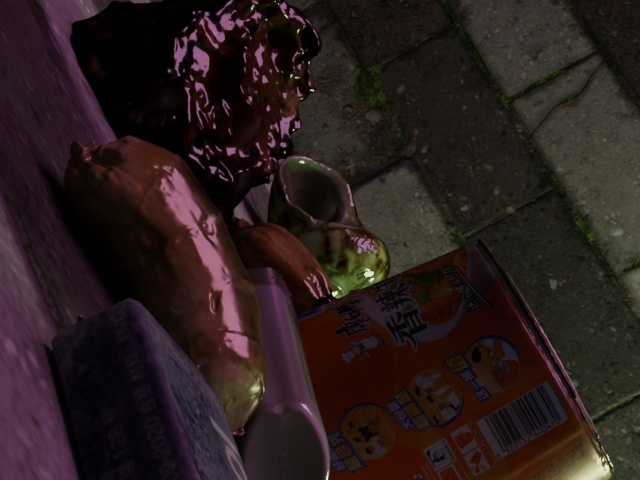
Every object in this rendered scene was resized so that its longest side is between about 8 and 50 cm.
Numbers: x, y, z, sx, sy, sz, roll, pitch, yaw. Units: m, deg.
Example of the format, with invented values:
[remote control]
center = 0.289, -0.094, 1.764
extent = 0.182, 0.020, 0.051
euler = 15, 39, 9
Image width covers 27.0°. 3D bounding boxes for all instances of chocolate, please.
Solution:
[chocolate]
center = -0.077, -0.126, 1.117
extent = 0.224, 0.177, 0.206
euler = 54, 8, -52

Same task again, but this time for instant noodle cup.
[instant noodle cup]
center = 0.099, 0.150, 1.119
extent = 0.296, 0.214, 0.296
euler = 61, 3, -5

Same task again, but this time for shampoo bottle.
[shampoo bottle]
center = -0.034, 0.094, 0.880
extent = 0.227, 0.056, 0.086
euler = -110, -163, -70

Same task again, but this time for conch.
[conch]
center = -0.002, 0.002, 1.654
extent = 0.187, 0.124, 0.181
euler = 36, 20, -14

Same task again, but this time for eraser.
[eraser]
center = -0.050, 0.128, 0.543
extent = 0.092, 0.046, 0.212
euler = 57, 5, -48

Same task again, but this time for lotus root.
[lotus root]
center = -0.044, 0.026, 1.239
extent = 0.152, 0.072, 0.063
euler = 44, -38, 26

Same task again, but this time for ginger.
[ginger]
center = -0.081, 0.022, 0.761
extent = 0.095, 0.069, 0.190
euler = -32, 96, -55
